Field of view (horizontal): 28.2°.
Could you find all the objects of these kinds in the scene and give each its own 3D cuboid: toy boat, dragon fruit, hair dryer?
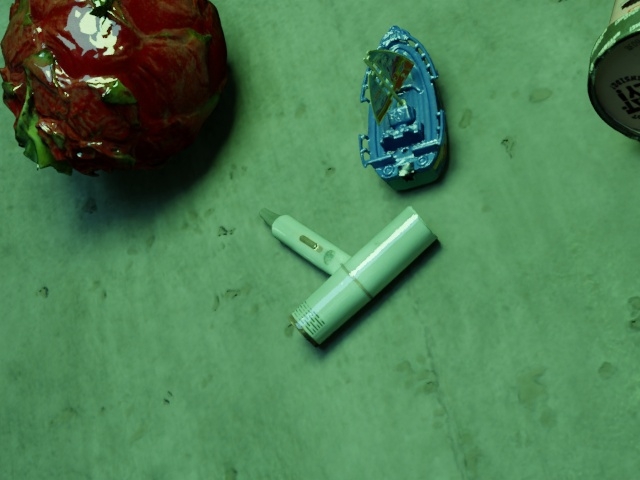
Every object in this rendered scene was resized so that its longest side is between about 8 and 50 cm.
[{"bbox_3d":[0.071,-0.145,1.218,0.091,0.110,0.175,-15,55,22],"label":"toy boat"},{"bbox_3d":[-0.216,-0.201,1.336,0.244,0.244,0.299,-14,48,23],"label":"dragon fruit"},{"bbox_3d":[0.005,-0.006,1.223,0.155,0.044,0.183,-41,48,1],"label":"hair dryer"}]

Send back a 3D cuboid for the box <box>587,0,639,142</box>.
[{"bbox_3d":[0.307,-0.176,1.079,0.151,0.151,0.135,-5,53,28],"label":"box"}]
